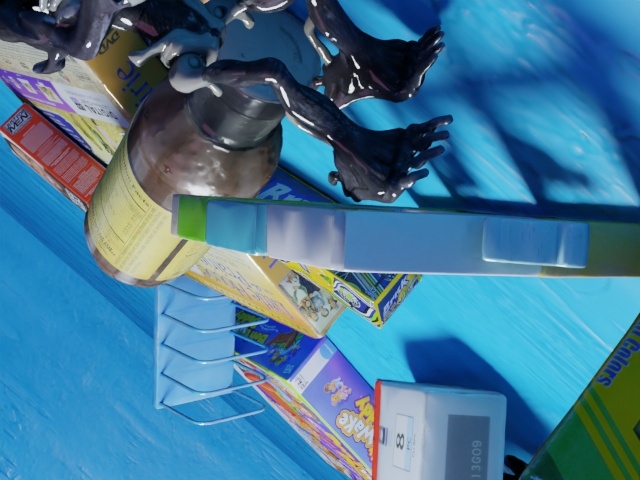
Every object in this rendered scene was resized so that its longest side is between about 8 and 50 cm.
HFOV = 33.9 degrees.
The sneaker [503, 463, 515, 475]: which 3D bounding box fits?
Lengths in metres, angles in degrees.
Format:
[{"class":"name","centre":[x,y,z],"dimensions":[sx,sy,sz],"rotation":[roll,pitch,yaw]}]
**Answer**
[{"class":"sneaker","centre":[0.186,0.272,1.189],"dimensions":[0.191,0.071,0.083],"rotation":[37,159,12]}]

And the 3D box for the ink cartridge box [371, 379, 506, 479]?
[{"class":"ink cartridge box","centre":[0.075,0.302,1.107],"dimensions":[0.091,0.308,0.385],"rotation":[5,174,-15]}]

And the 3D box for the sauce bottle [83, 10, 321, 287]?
[{"class":"sauce bottle","centre":[-0.093,-0.060,0.784],"dimensions":[0.111,0.111,0.344],"rotation":[42,150,-6]}]

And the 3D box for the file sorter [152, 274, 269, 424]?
[{"class":"file sorter","centre":[-0.133,0.132,1.313],"dimensions":[0.104,0.118,0.170],"rotation":[17,108,49]}]

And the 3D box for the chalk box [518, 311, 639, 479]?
[{"class":"chalk box","centre":[0.251,0.148,0.485],"dimensions":[0.289,0.179,0.180],"rotation":[35,163,18]}]

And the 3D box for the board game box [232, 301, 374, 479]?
[{"class":"board game box","centre":[0.008,0.235,1.484],"dimensions":[0.233,0.078,0.347],"rotation":[19,154,53]}]

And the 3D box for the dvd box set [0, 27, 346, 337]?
[{"class":"dvd box set","centre":[-0.177,-0.085,1.076],"dimensions":[0.307,0.062,0.420],"rotation":[20,154,52]}]

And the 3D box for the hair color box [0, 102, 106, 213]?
[{"class":"hair color box","centre":[-0.269,-0.077,1.113],"dimensions":[0.141,0.043,0.072],"rotation":[39,165,10]}]

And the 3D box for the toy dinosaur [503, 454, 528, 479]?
[{"class":"toy dinosaur","centre":[0.274,0.328,1.061],"dimensions":[0.218,0.164,0.322],"rotation":[30,131,-15]}]

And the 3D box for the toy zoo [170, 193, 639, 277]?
[{"class":"toy zoo","centre":[0.051,-0.004,0.595],"dimensions":[0.192,0.030,0.293],"rotation":[2,-177,-27]}]

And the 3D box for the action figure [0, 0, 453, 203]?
[{"class":"action figure","centre":[-0.063,-0.130,0.488],"dimensions":[0.276,0.164,0.141],"rotation":[26,140,-18]}]

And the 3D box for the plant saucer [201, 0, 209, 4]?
[{"class":"plant saucer","centre":[-0.130,-0.222,0.628],"dimensions":[0.200,0.037,0.200],"rotation":[38,165,12]}]

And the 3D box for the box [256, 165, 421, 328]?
[{"class":"box","centre":[0.000,0.000,0.890],"dimensions":[0.169,0.059,0.054],"rotation":[33,161,25]}]
